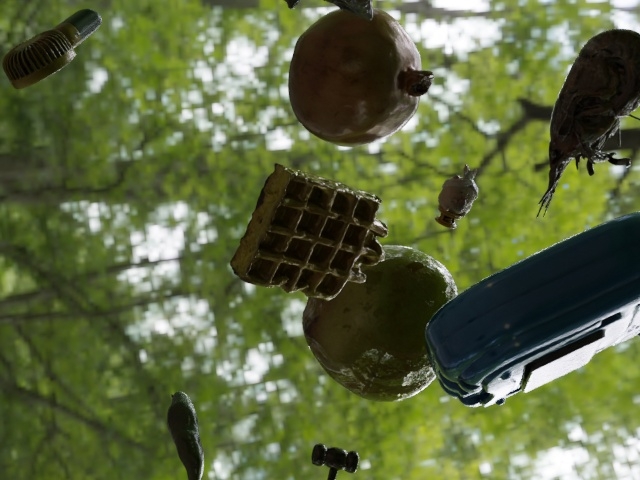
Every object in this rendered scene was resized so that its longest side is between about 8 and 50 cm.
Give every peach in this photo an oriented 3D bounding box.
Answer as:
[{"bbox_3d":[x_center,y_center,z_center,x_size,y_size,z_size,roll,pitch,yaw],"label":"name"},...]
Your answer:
[{"bbox_3d":[0.129,0.152,2.477,0.281,0.315,0.314,121,-17,-47],"label":"peach"}]

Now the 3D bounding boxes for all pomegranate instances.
[{"bbox_3d":[0.078,-0.292,2.217,0.270,0.229,0.252,13,-60,25],"label":"pomegranate"}]

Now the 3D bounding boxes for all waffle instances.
[{"bbox_3d":[0.000,0.000,1.643,0.055,0.211,0.160,39,-72,50],"label":"waffle"}]

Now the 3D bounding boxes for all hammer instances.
[{"bbox_3d":[-0.013,0.404,1.568,0.029,0.058,0.292,-151,-105,-81],"label":"hammer"}]

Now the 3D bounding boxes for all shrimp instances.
[{"bbox_3d":[0.438,-0.180,1.999,0.116,0.145,0.343,-79,-167,-72],"label":"shrimp"}]

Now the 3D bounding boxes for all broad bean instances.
[{"bbox_3d":[-0.223,0.323,2.032,0.061,0.046,0.195,-55,-141,42],"label":"broad bean"}]

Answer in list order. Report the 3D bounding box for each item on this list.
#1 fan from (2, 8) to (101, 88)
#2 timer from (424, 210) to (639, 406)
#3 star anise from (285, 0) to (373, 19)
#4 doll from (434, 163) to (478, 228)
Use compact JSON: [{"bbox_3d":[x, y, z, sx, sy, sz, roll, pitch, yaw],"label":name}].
[{"bbox_3d":[-0.311,-0.231,1.439,0.082,0.155,0.039,-12,-63,35],"label":"fan"},{"bbox_3d":[0.277,0.090,1.449,0.340,0.309,0.115,68,-2,-74],"label":"timer"},{"bbox_3d":[-0.008,-0.440,1.775,0.108,0.315,0.315,-10,-92,36],"label":"star anise"},{"bbox_3d":[0.271,-0.085,2.412,0.084,0.073,0.127,-100,-149,-68],"label":"doll"}]
